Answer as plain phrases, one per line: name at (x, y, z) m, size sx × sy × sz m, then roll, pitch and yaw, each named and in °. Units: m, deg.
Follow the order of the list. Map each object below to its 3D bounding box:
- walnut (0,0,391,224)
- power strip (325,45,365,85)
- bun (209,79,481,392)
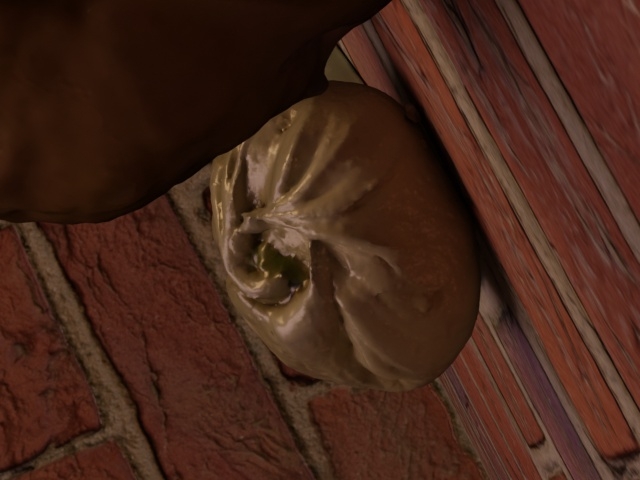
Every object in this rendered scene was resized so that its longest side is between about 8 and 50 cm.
walnut at (-0.131, -0.197, 0.844) m, size 0.383 × 0.384 × 0.383 m, roll 63°, pitch 179°, yaw 3°
power strip at (0.016, -0.103, 1.569) m, size 0.062 × 0.091 × 0.385 m, roll 63°, pitch 179°, yaw -32°
bun at (0.000, 0.000, 1.315) m, size 0.259 × 0.160 × 0.259 m, roll 34°, pitch 135°, yaw 44°
